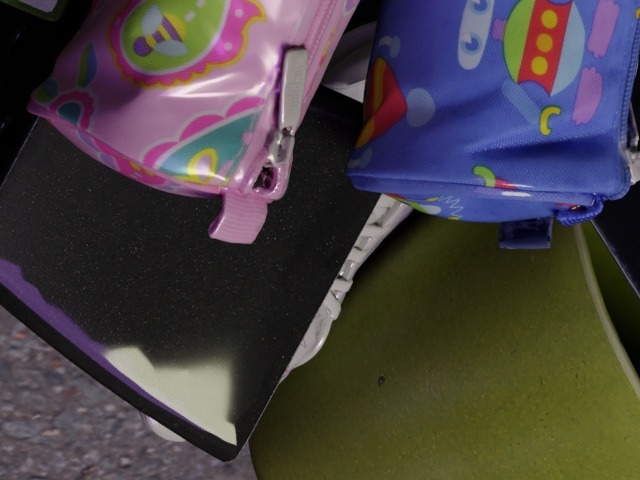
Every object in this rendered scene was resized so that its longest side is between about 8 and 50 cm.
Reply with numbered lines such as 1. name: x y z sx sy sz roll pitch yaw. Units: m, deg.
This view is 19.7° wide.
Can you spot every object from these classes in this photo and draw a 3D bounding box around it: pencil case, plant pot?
1. pencil case: -0.014 -0.146 0.765 0.124 0.124 0.284 21 97 -30
2. plant pot: 0.108 0.089 1.099 0.293 0.275 0.274 -27 135 32
3. pencil case: 0.101 -0.150 0.835 0.133 0.119 0.306 11 89 3
4. plant pot: -0.101 -0.030 0.919 0.167 0.187 0.188 29 91 -33

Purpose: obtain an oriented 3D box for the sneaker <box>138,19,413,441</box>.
1. sneaker: 0.000 0.000 1.040 0.114 0.152 0.305 32 117 -33

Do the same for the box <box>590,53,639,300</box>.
1. box: 0.321 -0.082 0.930 0.294 0.183 0.296 4 140 -48

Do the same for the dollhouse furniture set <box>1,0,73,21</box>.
1. dollhouse furniture set: -0.209 -0.251 0.812 0.301 0.151 0.198 22 105 -10
